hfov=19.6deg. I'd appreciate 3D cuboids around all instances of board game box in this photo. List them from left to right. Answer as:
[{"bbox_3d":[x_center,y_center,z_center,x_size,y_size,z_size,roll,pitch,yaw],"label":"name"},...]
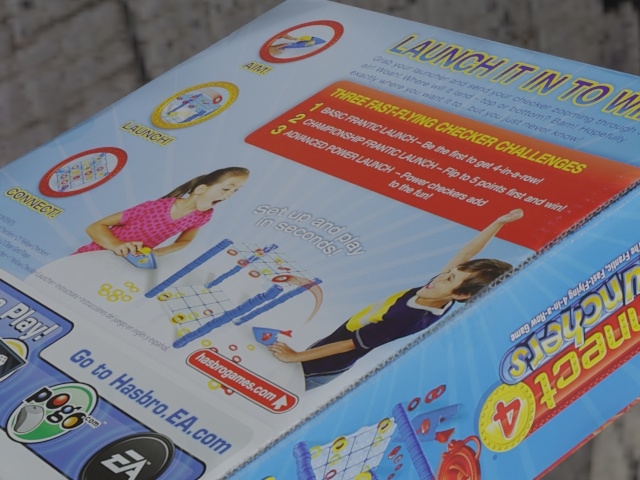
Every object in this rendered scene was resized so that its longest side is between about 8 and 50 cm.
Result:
[{"bbox_3d":[-0.026,0.022,0.766,0.302,0.308,0.086,-33,121,-23],"label":"board game box"}]
